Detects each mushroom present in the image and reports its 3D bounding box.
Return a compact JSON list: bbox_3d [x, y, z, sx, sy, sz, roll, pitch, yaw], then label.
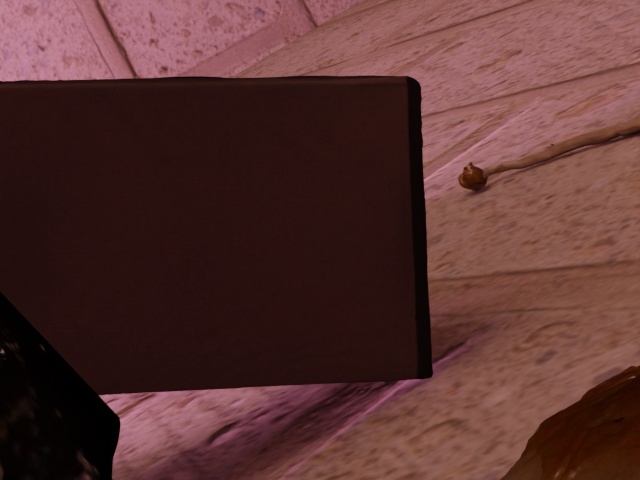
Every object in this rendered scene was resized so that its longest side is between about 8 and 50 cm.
[{"bbox_3d":[0.225,-0.084,1.238,0.286,0.026,0.028,-18,31,34],"label":"mushroom"}]

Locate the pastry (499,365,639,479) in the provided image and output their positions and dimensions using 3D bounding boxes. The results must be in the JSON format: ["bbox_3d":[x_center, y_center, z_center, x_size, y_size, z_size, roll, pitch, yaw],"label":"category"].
[{"bbox_3d":[0.132,0.084,0.567,0.153,0.081,0.153,-30,9,6],"label":"pastry"}]

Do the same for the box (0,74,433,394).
[{"bbox_3d":[-0.079,-0.007,0.969,0.252,0.188,0.153,-4,7,-14],"label":"box"}]

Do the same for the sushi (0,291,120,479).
[{"bbox_3d":[-0.127,0.170,0.470,0.215,0.212,0.227,-39,22,5],"label":"sushi"}]
